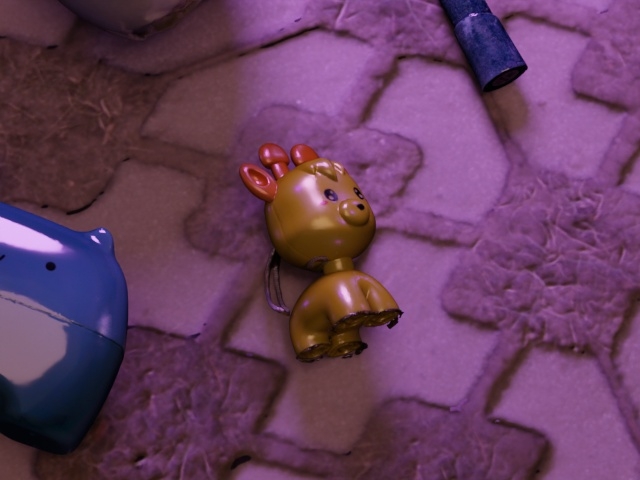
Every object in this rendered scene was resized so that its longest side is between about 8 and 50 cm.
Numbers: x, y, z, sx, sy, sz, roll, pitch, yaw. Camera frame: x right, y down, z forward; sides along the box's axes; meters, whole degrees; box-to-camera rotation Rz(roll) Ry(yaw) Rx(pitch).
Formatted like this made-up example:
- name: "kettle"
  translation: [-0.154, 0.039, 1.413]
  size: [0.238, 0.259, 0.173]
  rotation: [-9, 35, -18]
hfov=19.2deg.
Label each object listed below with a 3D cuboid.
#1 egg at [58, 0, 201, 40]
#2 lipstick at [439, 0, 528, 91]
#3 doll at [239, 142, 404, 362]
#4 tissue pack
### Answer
- name: "egg"
  translation: [-0.195, -0.378, 1.858]
  size: [0.278, 0.278, 0.336]
  rotation: [-29, 86, -14]
- name: "lipstick"
  translation: [0.140, -0.269, 1.992]
  size: [0.053, 0.053, 0.234]
  rotation: [-25, 78, -13]
- name: "doll"
  translation: [0.000, 0.000, 1.877]
  size: [0.143, 0.135, 0.221]
  rotation: [-6, 67, -42]
- name: "tissue pack"
  translation: [-0.320, 0.063, 1.767]
  size: [0.287, 0.198, 0.206]
  rotation: [21, 74, 0]
